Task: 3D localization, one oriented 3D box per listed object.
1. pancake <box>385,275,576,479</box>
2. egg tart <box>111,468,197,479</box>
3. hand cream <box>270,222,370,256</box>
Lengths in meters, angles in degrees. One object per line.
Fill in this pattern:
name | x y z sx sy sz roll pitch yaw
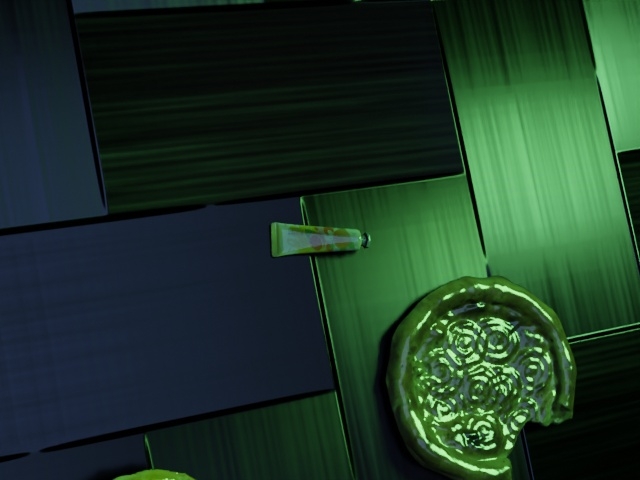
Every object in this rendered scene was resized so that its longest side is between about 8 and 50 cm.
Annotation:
pancake | 0.169 0.143 1.175 0.212 0.029 0.235 47 65 -8
egg tart | -0.150 0.291 0.972 0.191 0.074 0.191 14 65 -31
hand cream | 0.000 0.000 1.132 0.102 0.022 0.035 1 85 -19
